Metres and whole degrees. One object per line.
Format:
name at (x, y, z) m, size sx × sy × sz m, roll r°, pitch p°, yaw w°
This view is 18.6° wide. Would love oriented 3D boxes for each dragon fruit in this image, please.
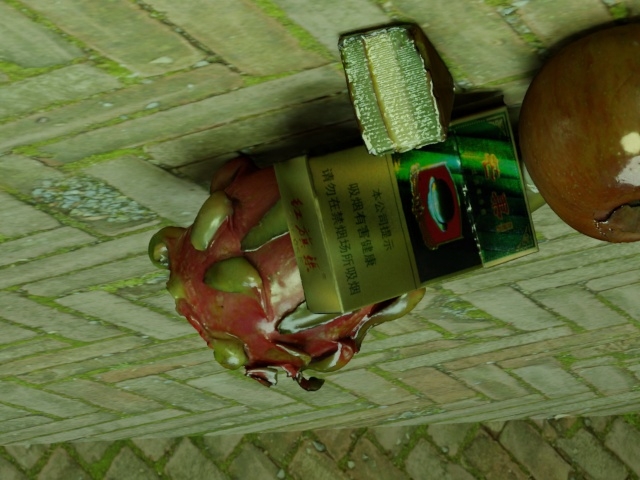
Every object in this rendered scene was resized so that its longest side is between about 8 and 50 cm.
dragon fruit at (-0.008, 0.012, 1.989) m, size 0.307 × 0.227 × 0.243 m, roll -3°, pitch 141°, yaw -35°

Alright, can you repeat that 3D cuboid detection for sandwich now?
sandwich at (0.073, -0.158, 1.784) m, size 0.079 × 0.113 × 0.163 m, roll -12°, pitch -161°, yaw 13°

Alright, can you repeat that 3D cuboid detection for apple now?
apple at (0.287, -0.096, 1.812) m, size 0.210 × 0.173 × 0.235 m, roll -12°, pitch 163°, yaw 14°

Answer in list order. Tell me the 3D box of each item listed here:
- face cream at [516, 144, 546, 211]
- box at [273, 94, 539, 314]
face cream at (0.199, -0.052, 2.072) m, size 0.139 × 0.067 × 0.285 m, roll -37°, pitch 179°, yaw -27°
box at (0.085, -0.034, 1.872) m, size 0.240 × 0.159 × 0.071 m, roll -17°, pitch -176°, yaw -29°
